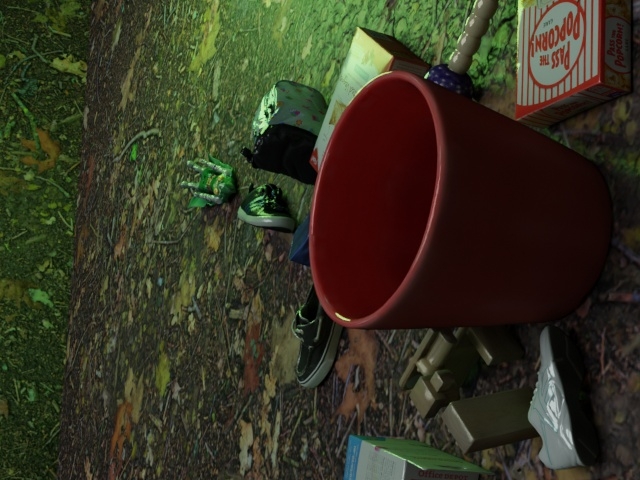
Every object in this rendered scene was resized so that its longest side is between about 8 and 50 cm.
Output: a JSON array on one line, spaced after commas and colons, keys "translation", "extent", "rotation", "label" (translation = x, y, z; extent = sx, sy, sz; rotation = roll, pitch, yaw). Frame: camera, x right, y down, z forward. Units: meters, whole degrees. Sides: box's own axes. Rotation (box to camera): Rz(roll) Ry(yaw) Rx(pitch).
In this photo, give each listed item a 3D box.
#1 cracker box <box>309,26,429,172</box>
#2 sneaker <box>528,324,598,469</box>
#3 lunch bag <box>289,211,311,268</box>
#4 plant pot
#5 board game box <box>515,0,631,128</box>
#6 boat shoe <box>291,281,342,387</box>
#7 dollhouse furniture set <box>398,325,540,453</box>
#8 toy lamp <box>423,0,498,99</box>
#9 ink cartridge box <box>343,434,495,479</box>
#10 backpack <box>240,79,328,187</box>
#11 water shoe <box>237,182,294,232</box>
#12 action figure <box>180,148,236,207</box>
[{"translation": [0.068, -0.185, 1.553], "extent": [0.232, 0.067, 0.156], "rotation": [-71, 26, 21], "label": "cracker box"}, {"translation": [0.238, 0.161, 1.064], "extent": [0.061, 0.053, 0.152], "rotation": [-30, 53, 43], "label": "sneaker"}, {"translation": [0.000, 0.000, 1.632], "extent": [0.098, 0.065, 0.067], "rotation": [-49, 24, 50], "label": "lunch bag"}, {"translation": [0.153, -0.023, 1.101], "extent": [0.275, 0.243, 0.275], "rotation": [-37, 48, 56], "label": "plant pot"}, {"translation": [0.279, -0.238, 1.149], "extent": [0.146, 0.045, 0.194], "rotation": [-22, 61, 61], "label": "board game box"}, {"translation": [-0.007, 0.125, 1.591], "extent": [0.078, 0.070, 0.219], "rotation": [50, 126, 59], "label": "boat shoe"}, {"translation": [0.161, 0.188, 1.156], "extent": [0.151, 0.144, 0.123], "rotation": [58, 139, 36], "label": "dollhouse furniture set"}, {"translation": [0.214, -0.305, 1.281], "extent": [0.080, 0.080, 0.275], "rotation": [-113, 38, -50], "label": "toy lamp"}, {"translation": [0.115, 0.282, 1.231], "extent": [0.181, 0.104, 0.062], "rotation": [4, 85, 65], "label": "ink cartridge box"}, {"translation": [-0.046, -0.184, 1.732], "extent": [0.115, 0.151, 0.182], "rotation": [-54, 24, 29], "label": "backpack"}, {"translation": [-0.099, -0.064, 1.857], "extent": [0.203, 0.072, 0.080], "rotation": [18, 95, 64], "label": "water shoe"}, {"translation": [-0.230, -0.123, 2.178], "extent": [0.232, 0.063, 0.137], "rotation": [18, 94, 61], "label": "action figure"}]
